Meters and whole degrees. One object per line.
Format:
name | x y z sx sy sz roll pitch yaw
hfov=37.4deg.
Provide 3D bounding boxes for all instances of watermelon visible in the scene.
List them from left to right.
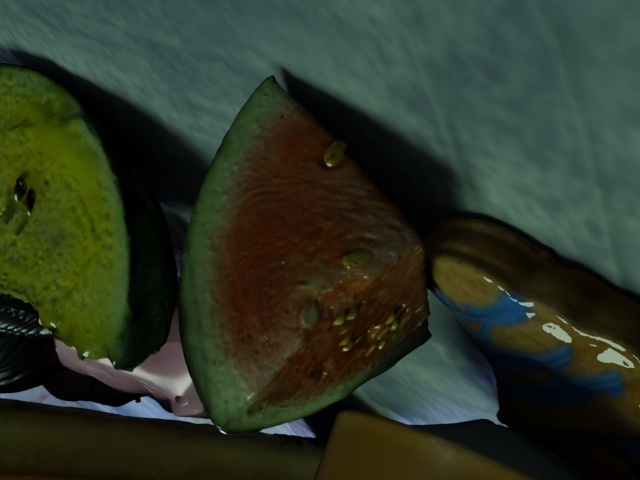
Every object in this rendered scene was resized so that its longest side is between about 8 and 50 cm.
watermelon | -0.184 -0.026 0.578 0.301 0.129 0.123 21 148 33
watermelon | 0.000 0.000 0.364 0.094 0.125 0.135 -13 91 50

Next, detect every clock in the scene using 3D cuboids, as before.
clock | -0.161 0.068 0.664 0.195 0.100 0.194 10 165 -2

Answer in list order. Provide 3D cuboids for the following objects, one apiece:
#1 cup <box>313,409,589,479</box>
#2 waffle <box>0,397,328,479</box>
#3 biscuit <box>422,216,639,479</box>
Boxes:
cup | 0.059 0.214 0.384 0.226 0.264 0.182 35 164 -27
waffle | -0.149 0.190 0.726 0.376 0.114 0.261 9 167 -10
biscuit | 0.145 0.091 0.373 0.280 0.043 0.183 44 163 2
